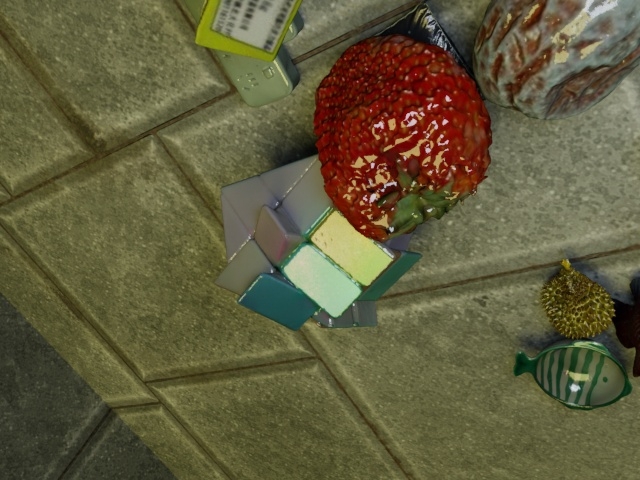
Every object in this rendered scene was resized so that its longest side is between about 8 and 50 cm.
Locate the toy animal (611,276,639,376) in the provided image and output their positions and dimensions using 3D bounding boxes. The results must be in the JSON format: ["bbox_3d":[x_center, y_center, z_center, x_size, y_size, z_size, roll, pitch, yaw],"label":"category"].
[{"bbox_3d":[0.632,0.173,1.332,0.116,0.180,0.218,29,165,-29],"label":"toy animal"}]

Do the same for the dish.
[{"bbox_3d":[0.560,0.274,1.525,0.246,0.078,0.224,11,132,18],"label":"dish"}]

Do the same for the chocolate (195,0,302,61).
[{"bbox_3d":[-0.057,-0.462,1.065,0.137,0.289,0.301,25,137,-10],"label":"chocolate"}]

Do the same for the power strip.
[{"bbox_3d":[-0.124,-0.395,1.312,0.193,0.059,0.265,-13,120,35],"label":"power strip"}]

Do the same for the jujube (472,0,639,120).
[{"bbox_3d":[0.359,-0.317,1.013,0.308,0.246,0.215,-44,60,39],"label":"jujube"}]

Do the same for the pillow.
[{"bbox_3d":[0.195,-0.310,1.226,0.208,0.055,0.141,49,142,-17],"label":"pillow"}]

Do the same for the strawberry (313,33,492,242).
[{"bbox_3d":[0.130,-0.194,1.173,0.312,0.267,0.351,-42,60,34],"label":"strawberry"}]

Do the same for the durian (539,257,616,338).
[{"bbox_3d":[0.517,0.125,1.396,0.146,0.102,0.208,8,130,42],"label":"durian"}]

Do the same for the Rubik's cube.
[{"bbox_3d":[0.000,0.000,1.408,0.387,0.358,0.368,-13,79,35],"label":"Rubik's cube"}]
